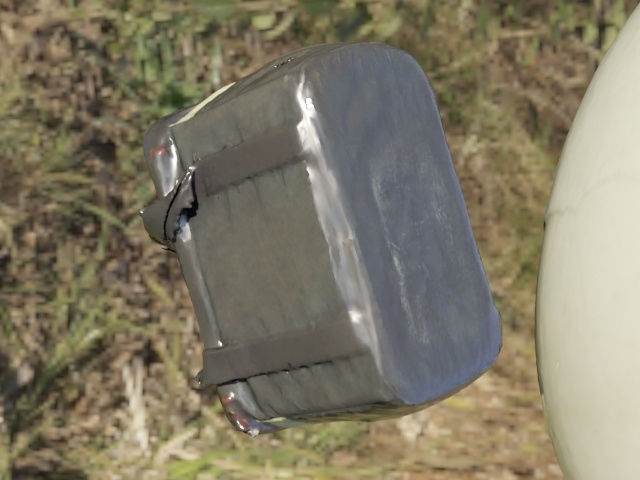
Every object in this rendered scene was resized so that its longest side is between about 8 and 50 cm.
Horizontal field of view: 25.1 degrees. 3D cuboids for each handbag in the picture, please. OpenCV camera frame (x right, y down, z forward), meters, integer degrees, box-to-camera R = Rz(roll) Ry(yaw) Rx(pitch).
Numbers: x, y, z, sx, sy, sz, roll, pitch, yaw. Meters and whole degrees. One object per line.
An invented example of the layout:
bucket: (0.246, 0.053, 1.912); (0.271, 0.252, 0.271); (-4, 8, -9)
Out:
handbag: (0.000, 0.000, 0.979); (0.181, 0.181, 0.254); (-20, 94, -48)

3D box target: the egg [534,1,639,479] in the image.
egg: (0.132, 0.002, 0.365); (0.151, 0.151, 0.209); (31, 65, -57)
